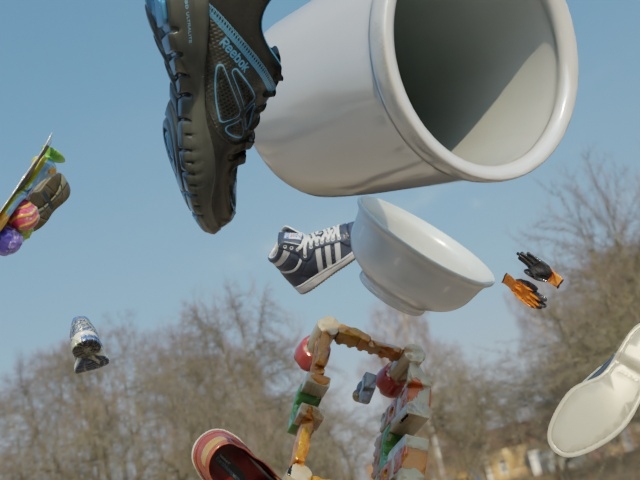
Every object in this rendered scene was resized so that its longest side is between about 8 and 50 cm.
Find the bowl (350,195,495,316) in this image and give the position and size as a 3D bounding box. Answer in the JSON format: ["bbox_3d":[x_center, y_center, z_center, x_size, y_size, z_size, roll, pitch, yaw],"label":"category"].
[{"bbox_3d":[0.166,0.048,1.514,0.298,0.298,0.134,11,-66,-50],"label":"bowl"}]

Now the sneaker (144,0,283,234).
[{"bbox_3d":[-0.102,-0.150,0.894,0.140,0.125,0.341,-15,-46,-20],"label":"sneaker"}]

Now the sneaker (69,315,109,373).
[{"bbox_3d":[-0.344,0.152,1.193,0.052,0.058,0.135,-12,-27,-20],"label":"sneaker"}]

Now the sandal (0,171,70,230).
[{"bbox_3d":[-0.512,-0.066,1.443,0.049,0.072,0.180,-9,26,22],"label":"sandal"}]

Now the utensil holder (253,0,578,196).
[{"bbox_3d":[0.104,-0.227,1.147,0.328,0.327,0.385,0,-2,-33],"label":"utensil holder"}]

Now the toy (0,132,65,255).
[{"bbox_3d":[-0.456,-0.038,1.230,0.056,0.237,0.137,28,-25,-13],"label":"toy"}]

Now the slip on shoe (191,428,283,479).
[{"bbox_3d":[-0.088,0.455,1.387,0.123,0.331,0.101,-45,5,-16],"label":"slip on shoe"}]

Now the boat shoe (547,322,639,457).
[{"bbox_3d":[0.360,0.191,0.998,0.206,0.075,0.065,-47,-29,-7],"label":"boat shoe"}]

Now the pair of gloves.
[{"bbox_3d":[0.296,0.057,1.137,0.010,0.074,0.083,-34,-26,-38],"label":"pair of gloves"}]

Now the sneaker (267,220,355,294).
[{"bbox_3d":[0.000,0.000,1.930,0.282,0.099,0.153,-39,-70,21],"label":"sneaker"}]

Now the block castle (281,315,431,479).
[{"bbox_3d":[0.063,0.422,1.805,0.303,0.453,0.213,18,-41,-7],"label":"block castle"}]
